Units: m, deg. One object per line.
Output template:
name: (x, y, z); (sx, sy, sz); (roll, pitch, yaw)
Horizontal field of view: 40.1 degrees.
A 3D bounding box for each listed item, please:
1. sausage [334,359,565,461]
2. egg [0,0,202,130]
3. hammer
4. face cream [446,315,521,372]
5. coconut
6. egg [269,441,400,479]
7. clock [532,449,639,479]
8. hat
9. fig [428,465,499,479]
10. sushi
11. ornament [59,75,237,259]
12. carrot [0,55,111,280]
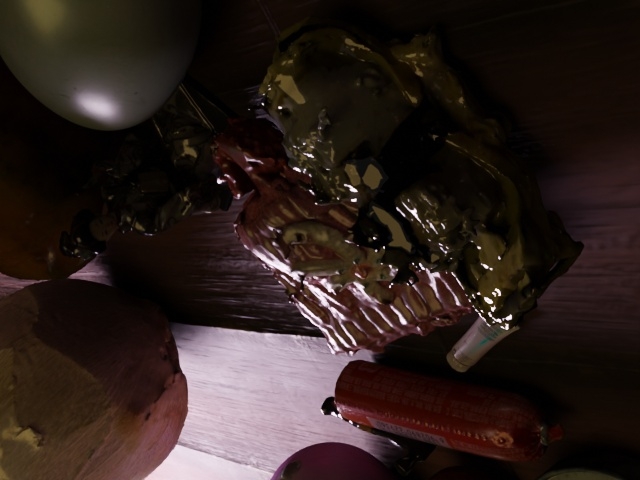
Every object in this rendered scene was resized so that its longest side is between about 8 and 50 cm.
sausage: (0.131, 0.180, 0.923); (0.274, 0.074, 0.074); (4, 129, 47)
egg: (-0.194, -0.200, 0.762); (0.183, 0.183, 0.264); (35, 154, 16)
hammer: (0.068, 0.222, 1.061); (0.201, 0.078, 0.021); (13, 135, 56)
face cream: (0.154, 0.096, 0.850); (0.038, 0.020, 0.115); (40, 146, 9)
coconut: (-0.371, 0.224, 1.298); (0.346, 0.360, 0.346); (40, -173, -6)
egg: (0.037, 0.388, 1.146); (0.196, 0.196, 0.271); (3, 124, 47)
clock: (0.280, 0.317, 0.834); (0.226, 0.049, 0.226); (10, 104, 42)
hat: (0.000, 0.000, 0.836); (0.286, 0.107, 0.237); (47, 138, -12)
fig: (0.180, 0.327, 0.992); (0.150, 0.128, 0.128); (30, 145, 14)
sushi: (0.071, -0.060, 0.673); (0.291, 0.131, 0.139); (48, 150, 10)
ornament: (-0.192, -0.059, 0.907); (0.166, 0.196, 0.153); (38, 148, 9)
carrot: (-0.398, -0.116, 0.983); (0.341, 0.241, 0.241); (39, 154, -31)
